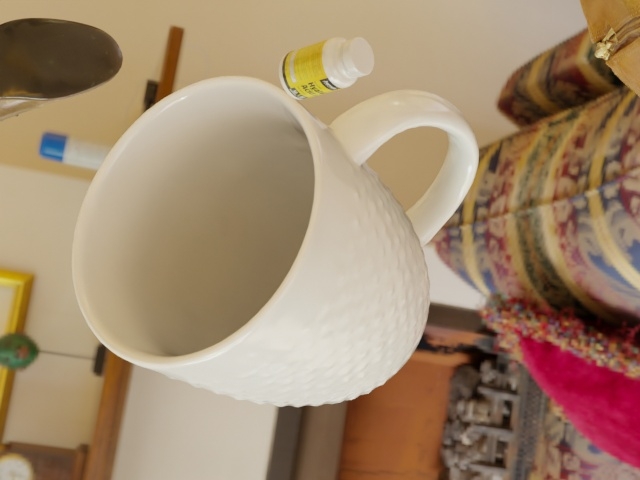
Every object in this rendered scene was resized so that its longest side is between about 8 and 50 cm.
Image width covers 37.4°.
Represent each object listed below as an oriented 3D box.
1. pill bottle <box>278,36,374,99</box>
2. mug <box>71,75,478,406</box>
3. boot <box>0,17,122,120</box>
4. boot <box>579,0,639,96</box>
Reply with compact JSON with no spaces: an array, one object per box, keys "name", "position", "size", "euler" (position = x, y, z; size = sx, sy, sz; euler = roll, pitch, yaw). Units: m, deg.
[{"name":"pill bottle","position":[0.009,-0.221,1.199],"size":[0.116,0.065,0.065],"euler":[-9,68,41]},{"name":"mug","position":[0.000,0.000,0.949],"size":[0.374,0.328,0.276],"euler":[-42,54,10]},{"name":"boot","position":[-0.406,-0.200,1.209],"size":[0.112,0.305,0.115],"euler":[67,157,10]},{"name":"boot","position":[0.253,-0.093,0.552],"size":[0.295,0.104,0.211],"euler":[62,-179,11]}]
